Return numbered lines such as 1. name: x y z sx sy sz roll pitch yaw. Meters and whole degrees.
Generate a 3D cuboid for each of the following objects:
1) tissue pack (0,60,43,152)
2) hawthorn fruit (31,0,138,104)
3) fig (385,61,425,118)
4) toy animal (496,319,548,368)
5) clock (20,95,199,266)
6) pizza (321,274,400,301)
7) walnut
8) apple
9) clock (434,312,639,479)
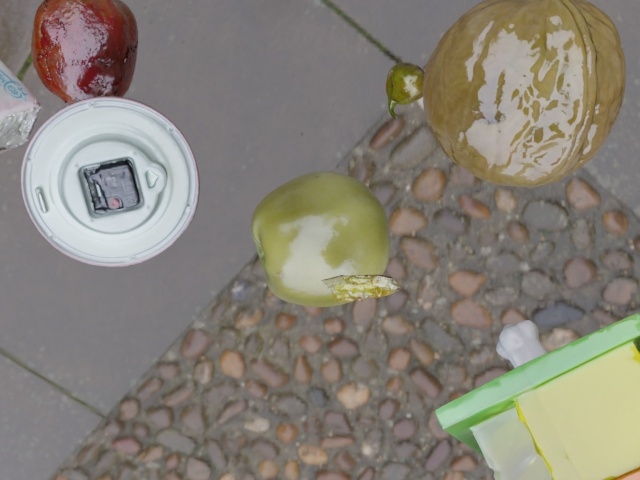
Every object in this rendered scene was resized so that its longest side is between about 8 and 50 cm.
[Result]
1. tissue pack: -0.603 -0.248 1.373 0.271 0.201 0.124 45 132 7
2. hawthorn fruit: -0.376 -0.289 1.414 0.181 0.181 0.235 -22 72 21
3. fig: 0.150 -0.278 1.600 0.098 0.082 0.084 -47 60 13
4. toy animal: 0.228 0.197 0.754 0.282 0.138 0.141 41 106 25
5. clock: -0.290 -0.079 1.218 0.244 0.056 0.245 -4 108 -13
6. pizza: 0.058 0.077 1.374 0.099 0.036 0.160 6 168 -31
7. walnut: 0.227 -0.171 0.974 0.227 0.228 0.228 4 121 7
8. apple: 0.000 0.000 1.589 0.262 0.262 0.262 4 121 7
9. clock: 0.179 0.194 0.454 0.106 0.255 0.220 -28 155 8
